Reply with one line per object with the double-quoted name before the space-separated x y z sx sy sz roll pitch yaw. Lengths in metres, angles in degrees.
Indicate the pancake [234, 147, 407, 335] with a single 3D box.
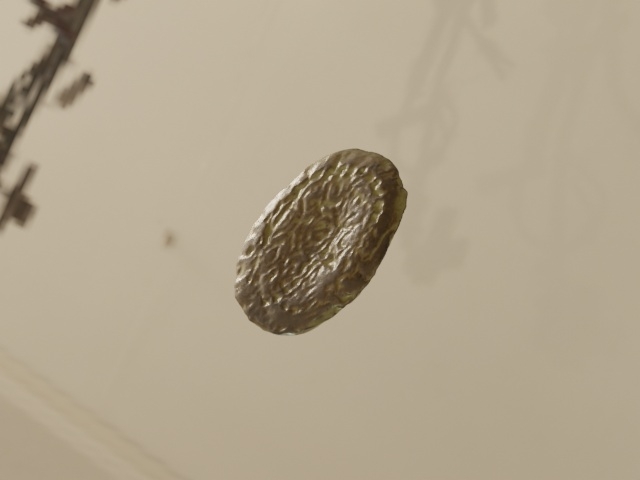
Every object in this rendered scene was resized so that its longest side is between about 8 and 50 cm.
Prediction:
"pancake" -0.001 -0.001 0.900 0.011 0.115 0.115 39 179 -37
